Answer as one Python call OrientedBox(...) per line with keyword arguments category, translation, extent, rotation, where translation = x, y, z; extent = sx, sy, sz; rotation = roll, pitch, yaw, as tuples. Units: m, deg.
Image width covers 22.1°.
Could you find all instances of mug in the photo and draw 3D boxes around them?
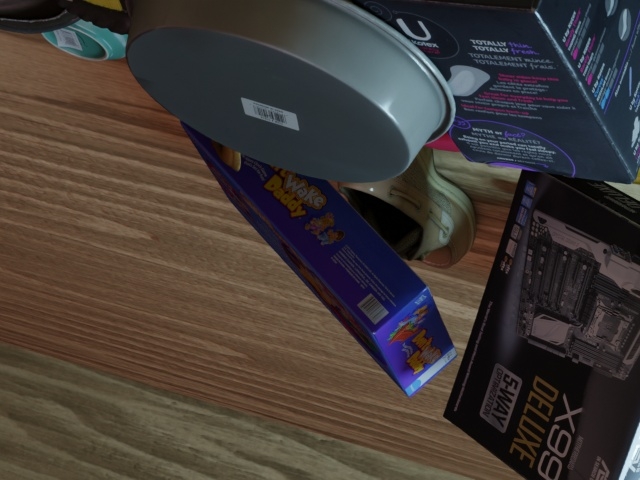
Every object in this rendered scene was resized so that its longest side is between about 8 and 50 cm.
OrientedBox(category="mug", translation=(-0.219, -0.233, 1.640), extent=(0.158, 0.097, 0.129), rotation=(32, 159, -32))

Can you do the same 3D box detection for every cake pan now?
OrientedBox(category="cake pan", translation=(-0.034, -0.130, 1.356), extent=(0.293, 0.054, 0.293), rotation=(19, 162, 6))

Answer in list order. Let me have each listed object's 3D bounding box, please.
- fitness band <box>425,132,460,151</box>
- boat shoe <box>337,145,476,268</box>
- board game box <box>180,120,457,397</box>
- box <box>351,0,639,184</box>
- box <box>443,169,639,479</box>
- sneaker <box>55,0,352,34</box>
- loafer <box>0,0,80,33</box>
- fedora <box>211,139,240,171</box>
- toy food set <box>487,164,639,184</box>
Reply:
OrientedBox(category="fitness band", translation=(0.089, -0.164, 1.590), extent=(0.209, 0.054, 0.291), rotation=(19, 164, 3))
OrientedBox(category="boat shoe", translation=(0.089, -0.034, 1.881), extent=(0.122, 0.110, 0.341), rotation=(11, 160, 26))
OrientedBox(category="board game box", translation=(0.000, 0.000, 1.856), extent=(0.347, 0.078, 0.233), rotation=(47, 174, 24))
OrientedBox(category="box", translation=(0.164, -0.176, 1.318), extent=(0.165, 0.143, 0.270), rotation=(10, 160, 31))
OrientedBox(category="box", translation=(0.270, 0.105, 1.675), extent=(0.076, 0.307, 0.242), rotation=(-1, -154, -40))
OrientedBox(category="sneaker", translation=(-0.082, -0.256, 1.420), extent=(0.385, 0.145, 0.147), rotation=(10, 140, 21))
OrientedBox(category="loafer", translation=(-0.321, -0.241, 1.540), extent=(0.220, 0.080, 0.078), rotation=(3, 179, 6))
OrientedBox(category="fedora", translation=(-0.081, -0.168, 1.647), extent=(0.079, 0.194, 0.194), rotation=(-14, 166, -10))
OrientedBox(category="toy food set", translation=(0.258, -0.111, 1.535), extent=(0.218, 0.071, 0.128), rotation=(8, 161, 21))
